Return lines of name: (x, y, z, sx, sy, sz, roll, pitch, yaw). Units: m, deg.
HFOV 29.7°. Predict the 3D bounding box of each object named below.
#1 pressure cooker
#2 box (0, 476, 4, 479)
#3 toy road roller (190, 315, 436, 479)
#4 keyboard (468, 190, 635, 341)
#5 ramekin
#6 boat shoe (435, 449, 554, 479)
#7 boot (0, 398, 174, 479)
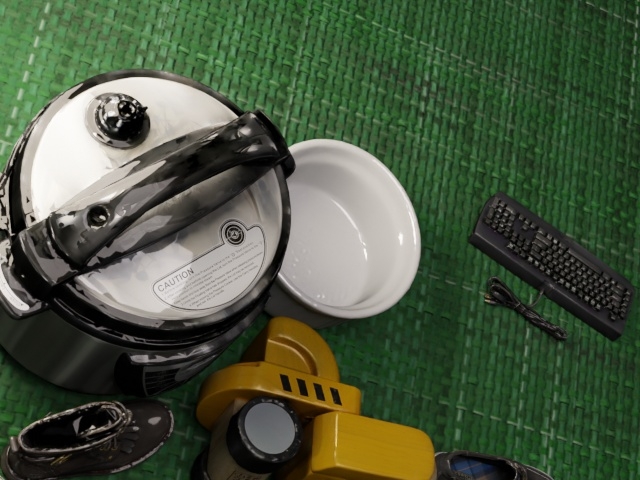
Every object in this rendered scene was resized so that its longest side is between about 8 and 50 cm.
pressure cooker: (-0.244, -0.012, 1.545, 0.376, 0.420, 0.369, 19, 63, -18)
box: (-0.473, 0.412, 1.423, 0.087, 0.169, 0.290, 44, 58, -4)
toy road roller: (-0.010, 0.252, 1.686, 0.330, 0.202, 0.240, 17, 54, -17)
keyboard: (0.385, 0.066, 2.034, 0.317, 0.033, 0.201, 33, 61, -9)
ramekin: (0.000, 0.000, 1.809, 0.277, 0.135, 0.277, 11, 66, -26)
boat shoe: (0.274, 0.362, 1.841, 0.229, 0.076, 0.080, 19, 64, -17)
boot: (-0.280, 0.247, 1.538, 0.263, 0.229, 0.091, -15, 78, -29)
